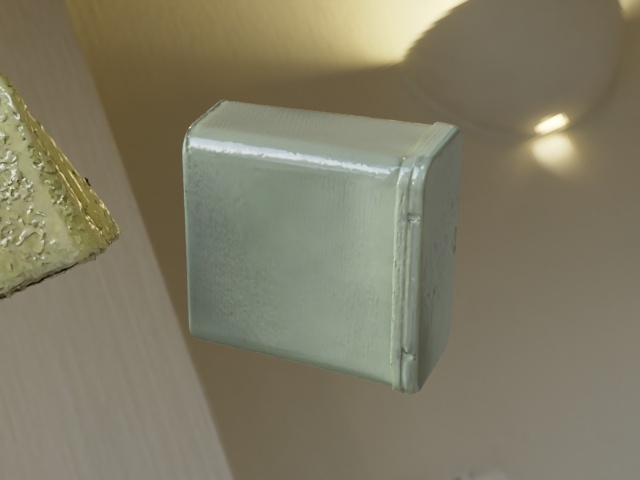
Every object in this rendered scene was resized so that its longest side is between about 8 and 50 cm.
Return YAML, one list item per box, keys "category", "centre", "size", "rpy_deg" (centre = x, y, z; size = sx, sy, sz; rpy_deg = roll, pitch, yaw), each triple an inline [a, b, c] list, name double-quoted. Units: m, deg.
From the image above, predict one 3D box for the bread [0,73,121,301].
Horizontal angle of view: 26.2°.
- category: "bread"
  centre: [-0.451, -0.070, 1.884]
  size: [0.248, 0.315, 0.279]
  rpy_deg: [-23, -2, 5]

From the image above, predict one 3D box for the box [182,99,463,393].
- category: "box"
  centre: [0.000, 0.000, 1.872]
  size: [0.177, 0.343, 0.352]
  rpy_deg: [-52, -33, -56]
